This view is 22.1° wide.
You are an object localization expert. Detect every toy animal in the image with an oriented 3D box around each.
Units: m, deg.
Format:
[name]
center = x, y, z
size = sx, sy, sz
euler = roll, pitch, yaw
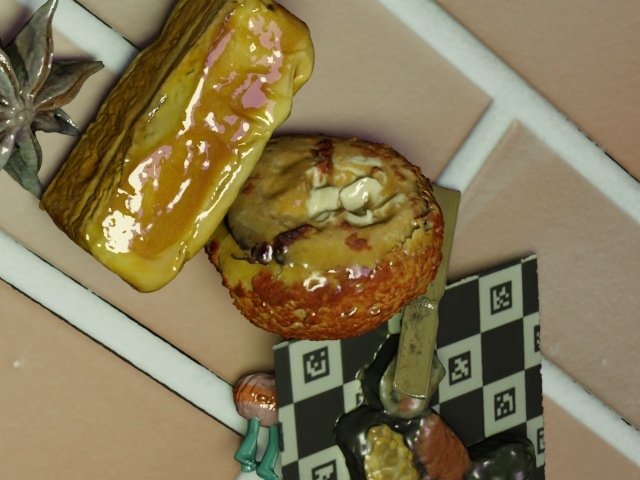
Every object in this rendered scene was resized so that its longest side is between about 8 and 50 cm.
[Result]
[toy animal]
center = -0.024, 0.146, 1.673
size = 0.103, 0.100, 0.208
euler = 36, 78, -48

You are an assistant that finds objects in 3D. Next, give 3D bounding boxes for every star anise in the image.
[star anise]
center = -0.276, -0.133, 1.489
size = 0.181, 0.061, 0.204
euler = -51, 145, -10

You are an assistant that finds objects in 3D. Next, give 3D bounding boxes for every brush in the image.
[brush]
center = 0.105, 0.052, 1.660
size = 0.043, 0.036, 0.248
euler = 16, 58, -8

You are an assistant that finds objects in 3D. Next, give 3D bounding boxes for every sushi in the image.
[sushi]
center = 0.124, 0.224, 1.705
size = 0.359, 0.064, 0.343
euler = -17, 113, -34

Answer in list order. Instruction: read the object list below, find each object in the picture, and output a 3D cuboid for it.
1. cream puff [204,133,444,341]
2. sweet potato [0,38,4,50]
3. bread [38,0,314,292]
[cream puff]
center = 0.000, 0.001, 1.579
size = 0.240, 0.240, 0.164
euler = -7, 138, -21
[sweet potato]
center = -0.397, -0.185, 1.444
size = 0.243, 0.077, 0.077
euler = 2, 102, -42
[bread]
center = -0.128, -0.103, 1.519
size = 0.132, 0.167, 0.294
euler = 35, 88, -23
